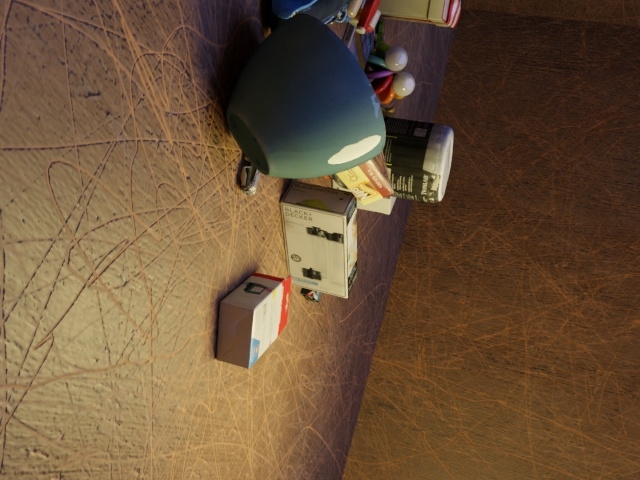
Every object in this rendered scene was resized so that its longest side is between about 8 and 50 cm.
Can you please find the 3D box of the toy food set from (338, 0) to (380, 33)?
[{"bbox_3d":[0.078,-0.561,1.758,0.105,0.111,0.232,-66,165,-3],"label":"toy food set"}]

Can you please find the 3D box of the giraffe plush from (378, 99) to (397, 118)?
[{"bbox_3d":[0.140,-0.331,2.065,0.170,0.181,0.210,-76,-172,-63],"label":"giraffe plush"}]

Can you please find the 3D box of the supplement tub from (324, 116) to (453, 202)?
[{"bbox_3d":[0.170,-0.223,1.886,0.207,0.338,0.207,11,90,-76],"label":"supplement tub"}]

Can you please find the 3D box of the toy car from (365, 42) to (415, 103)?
[{"bbox_3d":[0.193,-0.510,2.194,0.136,0.159,0.182,-27,112,-18],"label":"toy car"}]

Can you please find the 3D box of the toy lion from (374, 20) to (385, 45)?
[{"bbox_3d":[0.194,-0.651,2.294,0.096,0.034,0.100,-75,167,-45],"label":"toy lion"}]

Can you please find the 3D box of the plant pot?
[{"bbox_3d":[-0.051,-0.223,1.265,0.195,0.290,0.290,-35,149,-15],"label":"plant pot"}]

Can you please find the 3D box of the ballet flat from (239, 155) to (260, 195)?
[{"bbox_3d":[-0.134,-0.146,1.389,0.041,0.041,0.114,44,56,-73],"label":"ballet flat"}]

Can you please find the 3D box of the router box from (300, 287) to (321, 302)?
[{"bbox_3d":[-0.016,0.107,2.019,0.092,0.038,0.122,54,49,-72],"label":"router box"}]

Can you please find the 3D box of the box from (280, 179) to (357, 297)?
[{"bbox_3d":[0.000,0.000,1.750,0.290,0.169,0.087,88,21,-45],"label":"box"}]

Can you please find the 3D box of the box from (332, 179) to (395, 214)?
[{"bbox_3d":[0.144,-0.189,2.128,0.182,0.181,0.119,-64,159,-44],"label":"box"}]

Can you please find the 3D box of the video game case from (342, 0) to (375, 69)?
[{"bbox_3d":[0.103,-0.546,2.022,0.204,0.025,0.285,73,32,-61],"label":"video game case"}]

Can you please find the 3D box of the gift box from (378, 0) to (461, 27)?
[{"bbox_3d":[0.321,-0.803,2.203,0.276,0.258,0.255,-41,140,-66],"label":"gift box"}]

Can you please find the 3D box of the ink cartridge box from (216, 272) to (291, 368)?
[{"bbox_3d":[-0.136,0.157,1.513,0.231,0.078,0.134,-43,142,-67],"label":"ink cartridge box"}]

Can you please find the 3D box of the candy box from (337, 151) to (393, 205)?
[{"bbox_3d":[0.070,-0.262,1.651,0.183,0.087,0.317,45,30,-55],"label":"candy box"}]

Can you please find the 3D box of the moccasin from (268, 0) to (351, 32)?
[{"bbox_3d":[-0.012,-0.503,1.456,0.342,0.137,0.117,-41,161,-41],"label":"moccasin"}]
